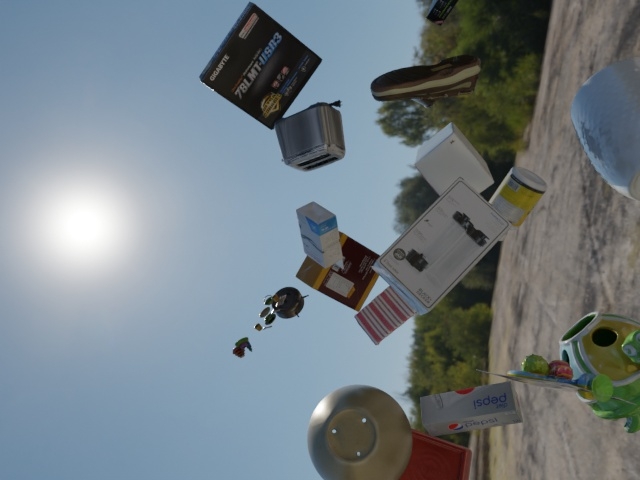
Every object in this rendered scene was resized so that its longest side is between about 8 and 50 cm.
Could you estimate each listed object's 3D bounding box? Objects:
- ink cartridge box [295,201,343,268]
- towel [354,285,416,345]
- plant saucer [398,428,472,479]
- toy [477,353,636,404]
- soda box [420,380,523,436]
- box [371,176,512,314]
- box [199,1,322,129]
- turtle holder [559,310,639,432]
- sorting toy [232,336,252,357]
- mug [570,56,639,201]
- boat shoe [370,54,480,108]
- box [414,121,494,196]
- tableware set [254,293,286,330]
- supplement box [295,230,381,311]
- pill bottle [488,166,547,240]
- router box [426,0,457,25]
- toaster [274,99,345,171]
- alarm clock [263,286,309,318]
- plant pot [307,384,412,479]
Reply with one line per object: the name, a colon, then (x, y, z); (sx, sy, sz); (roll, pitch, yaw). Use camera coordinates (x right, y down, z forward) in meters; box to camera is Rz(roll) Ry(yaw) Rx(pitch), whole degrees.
ink cartridge box: (0.000, 0.000, 1.429); (0.060, 0.104, 0.180); (-29, -51, -24)
towel: (0.219, 0.237, 1.769); (0.197, 0.144, 0.029); (-40, -46, 2)
plant saucer: (0.326, 0.704, 1.646); (0.047, 0.259, 0.259); (98, -168, -47)
toy: (0.400, 0.231, 0.940); (0.237, 0.137, 0.056); (166, 121, -72)
soda box: (0.455, 0.514, 1.651); (0.091, 0.287, 0.098); (53, -151, -39)
box: (0.280, 0.013, 1.259); (0.290, 0.169, 0.087); (-45, -9, -11)
box: (-0.194, -0.564, 1.778); (0.293, 0.073, 0.295); (31, -76, -33)
turtle holder: (0.685, 0.291, 1.254); (0.243, 0.227, 0.320); (-47, -15, 20)
sorting toy: (-0.265, 0.373, 1.870); (0.061, 0.042, 0.102); (-18, -28, -34)
mug: (0.873, -0.246, 1.442); (0.374, 0.276, 0.327); (37, -142, -33)
boat shoe: (0.240, -0.339, 1.221); (0.095, 0.258, 0.095); (-111, 9, -51)
box: (0.468, -0.271, 1.921); (0.168, 0.215, 0.345); (-39, 6, 21)
tableware set: (-0.178, 0.241, 1.831); (0.024, 0.104, 0.154); (48, -138, -23)
supplement box: (0.066, 0.086, 1.692); (0.194, 0.129, 0.191); (31, -92, -30)
pill bottle: (0.496, -0.093, 1.414); (0.184, 0.103, 0.103); (-63, -7, 30)
router box: (0.270, -0.519, 1.116); (0.122, 0.038, 0.092); (132, 161, -66)
toaster: (-0.019, -0.291, 1.544); (0.129, 0.227, 0.146); (12, -114, -59)
alarm clock: (-0.152, 0.248, 2.212); (0.129, 0.192, 0.064); (-66, -35, -31)
plant pot: (0.090, 0.503, 1.387); (0.191, 0.284, 0.284); (65, -142, -66)
